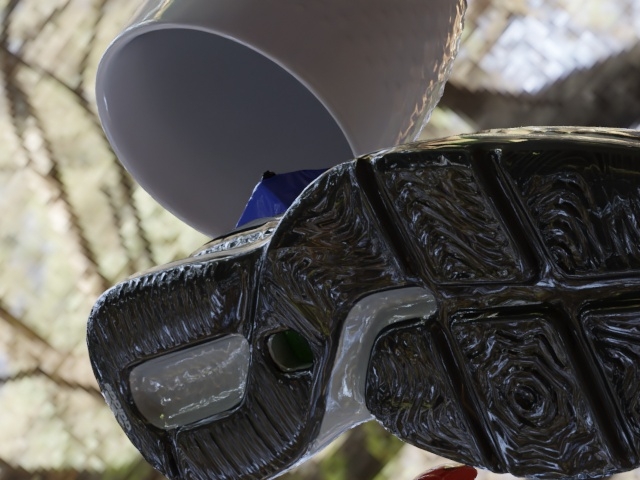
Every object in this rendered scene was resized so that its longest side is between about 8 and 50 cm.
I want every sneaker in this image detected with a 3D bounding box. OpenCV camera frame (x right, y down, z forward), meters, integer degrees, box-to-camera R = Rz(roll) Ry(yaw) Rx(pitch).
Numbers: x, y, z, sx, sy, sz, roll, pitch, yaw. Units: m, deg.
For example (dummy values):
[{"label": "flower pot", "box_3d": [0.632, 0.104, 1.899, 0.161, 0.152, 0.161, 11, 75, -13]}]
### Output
[{"label": "sneaker", "box_3d": [0.096, -0.005, 1.009, 0.257, 0.447, 0.169, -34, -76, -40]}]

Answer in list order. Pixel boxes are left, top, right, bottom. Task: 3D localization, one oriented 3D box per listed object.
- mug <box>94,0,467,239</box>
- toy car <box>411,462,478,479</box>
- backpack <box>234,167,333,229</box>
[{"label": "mug", "box_3d": [-0.039, -0.178, 1.888, 0.276, 0.374, 0.328, 46, -129, -16]}, {"label": "toy car", "box_3d": [0.104, 0.113, 1.482, 0.053, 0.239, 0.225, 11, -139, 38]}, {"label": "backpack", "box_3d": [0.000, 0.000, 1.616, 0.120, 0.098, 0.101, -16, -122, -46]}]
